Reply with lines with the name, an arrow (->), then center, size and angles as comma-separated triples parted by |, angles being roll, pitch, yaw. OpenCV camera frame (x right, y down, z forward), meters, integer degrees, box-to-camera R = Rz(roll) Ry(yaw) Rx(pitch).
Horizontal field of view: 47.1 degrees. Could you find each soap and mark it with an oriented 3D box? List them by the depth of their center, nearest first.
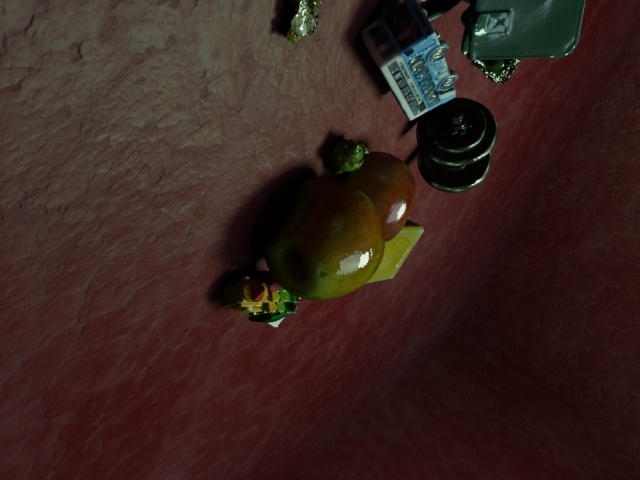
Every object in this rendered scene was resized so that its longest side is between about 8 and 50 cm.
soap -> 0.157, 0.021, 2.000 | 0.199, 0.091, 0.315 | -60, 159, 14

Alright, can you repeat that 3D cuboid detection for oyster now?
oyster -> -0.025, -0.353, 1.095 | 0.086, 0.029, 0.132 | -32, 149, -56

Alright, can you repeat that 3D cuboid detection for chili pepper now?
chili pepper -> 0.438, -0.497, 1.758 | 0.148, 0.116, 0.265 | -56, 163, -24

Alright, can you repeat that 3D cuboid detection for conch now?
conch -> 0.058, -0.169, 1.498 | 0.089, 0.074, 0.121 | -15, 166, -25

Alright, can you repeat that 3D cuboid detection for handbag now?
handbag -> 0.397, -0.509, 1.406 | 0.238, 0.089, 0.327 | -5, 126, -8

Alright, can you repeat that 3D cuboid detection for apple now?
apple -> 0.000, 0.000, 1.470 | 0.226, 0.246, 0.246 | -32, 151, -37
apple -> 0.116, -0.096, 1.613 | 0.201, 0.162, 0.201 | -157, -90, -80

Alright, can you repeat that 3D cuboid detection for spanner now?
spanner -> 0.280, -0.512, 1.470 | 0.324, 0.040, 0.096 | -36, 154, -35

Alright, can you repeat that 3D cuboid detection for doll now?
doll -> -0.129, 0.118, 1.529 | 0.186, 0.134, 0.106 | 17, 65, -62

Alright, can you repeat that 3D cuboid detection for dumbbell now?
dumbbell -> 0.334, -0.234, 1.816 | 0.192, 0.192, 0.290 | -48, 159, -12

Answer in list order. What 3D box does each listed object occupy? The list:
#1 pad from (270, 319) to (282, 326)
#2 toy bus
pad -> -0.058, 0.112, 1.803 | 0.232, 0.004, 0.156 | -51, 159, -4
toy bus -> 0.179, -0.340, 1.407 | 0.131, 0.106, 0.297 | -29, 162, 11
